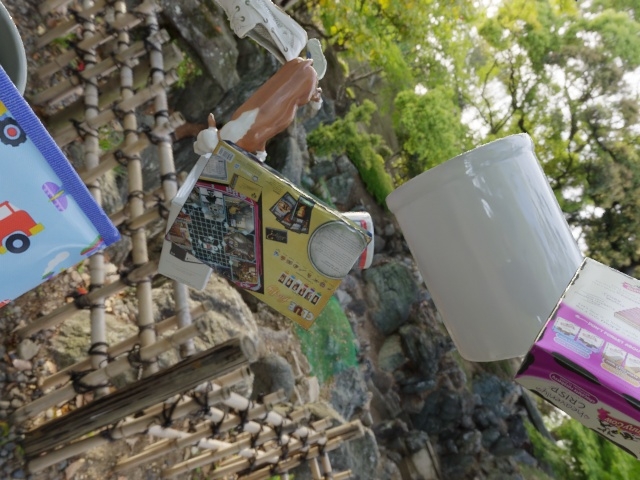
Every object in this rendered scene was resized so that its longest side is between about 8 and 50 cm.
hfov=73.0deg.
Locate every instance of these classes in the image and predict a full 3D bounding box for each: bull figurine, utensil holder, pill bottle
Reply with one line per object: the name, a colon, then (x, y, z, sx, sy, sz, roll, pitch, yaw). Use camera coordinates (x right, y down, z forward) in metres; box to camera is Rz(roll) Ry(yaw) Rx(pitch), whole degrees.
bull figurine: (-0.124, -0.263, 0.935, 0.101, 0.311, 0.188, 53, 6, 4)
utensil holder: (0.367, 0.017, 0.929, 0.384, 0.328, 0.328, 66, 12, 6)
pill bottle: (0.000, 0.000, 0.795, 0.108, 0.181, 0.107, 180, -90, -85)

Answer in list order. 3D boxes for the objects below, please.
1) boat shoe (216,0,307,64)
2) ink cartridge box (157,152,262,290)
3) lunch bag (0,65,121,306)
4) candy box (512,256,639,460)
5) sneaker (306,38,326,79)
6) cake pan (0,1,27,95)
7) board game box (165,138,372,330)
boat shoe: (-0.159, -0.499, 0.963, 0.277, 0.096, 0.098, 30, -11, -23)
ink cartridge box: (-0.268, -0.054, 1.028, 0.129, 0.307, 0.223, 26, 51, -10)
lunch bag: (-0.289, -0.070, 0.215, 0.138, 0.221, 0.293, 37, -28, 34)
candy box: (0.359, 0.128, 0.524, 0.159, 0.234, 0.071, 32, -47, 29)
sneaker: (-0.015, -0.531, 1.325, 0.084, 0.058, 0.151, 90, -9, -66)
cake pan: (-0.526, -0.240, 0.511, 0.293, 0.054, 0.292, 12, 74, -48)
board game box: (-0.074, -0.007, 0.611, 0.243, 0.165, 0.042, 34, 13, 0)
